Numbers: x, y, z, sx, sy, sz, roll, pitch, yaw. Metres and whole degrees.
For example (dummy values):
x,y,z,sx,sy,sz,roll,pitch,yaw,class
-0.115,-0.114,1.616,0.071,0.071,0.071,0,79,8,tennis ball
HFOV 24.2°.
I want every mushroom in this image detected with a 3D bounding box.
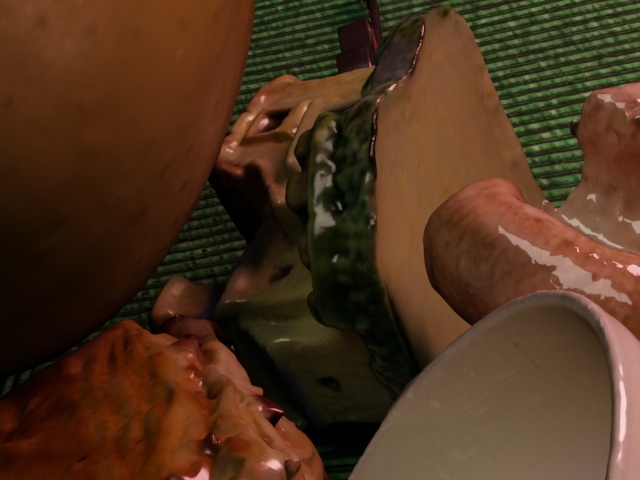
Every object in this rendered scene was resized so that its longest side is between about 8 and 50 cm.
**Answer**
x,y,z,sx,sy,sz,roll,pitch,yaw,class
0.203,0.012,0.720,0.285,0.156,0.151,-12,32,-14,mushroom

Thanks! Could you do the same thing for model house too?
x,y,z,sx,sy,sz,roll,pitch,yaw,class
0.000,0.000,0.850,0.189,0.195,0.214,-8,42,33,model house

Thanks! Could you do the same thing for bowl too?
x,y,z,sx,sy,sz,roll,pitch,yaw,class
0.091,0.170,0.611,0.277,0.145,0.277,-57,11,18,bowl

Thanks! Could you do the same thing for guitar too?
x,y,z,sx,sy,sz,roll,pitch,yaw,class
0.033,-0.133,1.052,0.025,0.088,0.233,-19,33,10,guitar

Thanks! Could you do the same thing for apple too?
x,y,z,sx,sy,sz,roll,pitch,yaw,class
-0.249,-0.152,0.810,0.473,0.473,0.473,-15,42,15,apple

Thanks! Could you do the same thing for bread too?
x,y,z,sx,sy,sz,roll,pitch,yaw,class
-0.136,0.191,0.702,0.324,0.167,0.277,-35,18,-3,bread
